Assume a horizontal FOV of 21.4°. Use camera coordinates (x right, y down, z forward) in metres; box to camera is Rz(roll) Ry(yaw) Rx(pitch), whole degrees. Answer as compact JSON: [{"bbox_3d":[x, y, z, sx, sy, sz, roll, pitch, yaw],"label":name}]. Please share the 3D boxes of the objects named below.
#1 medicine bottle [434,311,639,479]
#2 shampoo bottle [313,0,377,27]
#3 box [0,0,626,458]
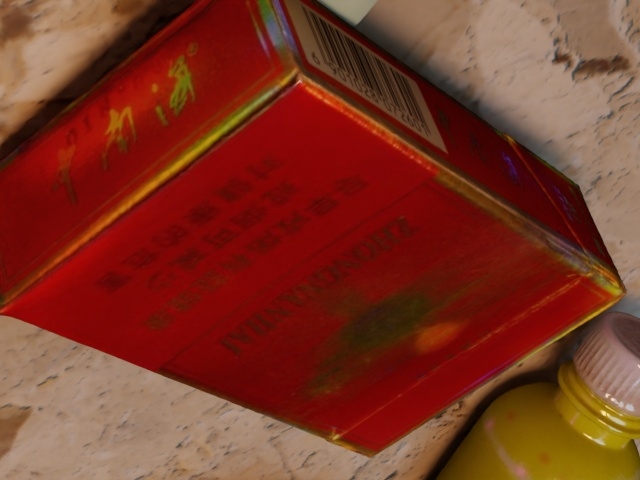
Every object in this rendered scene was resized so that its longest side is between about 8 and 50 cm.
[{"bbox_3d":[0.162,0.148,1.148,0.121,0.122,0.212,10,123,-38],"label":"medicine bottle"},{"bbox_3d":[0.057,-0.198,0.803,0.072,0.049,0.212,25,113,-39],"label":"shampoo bottle"},{"bbox_3d":[-0.001,0.000,0.897,0.197,0.089,0.313,-36,142,21],"label":"box"}]
